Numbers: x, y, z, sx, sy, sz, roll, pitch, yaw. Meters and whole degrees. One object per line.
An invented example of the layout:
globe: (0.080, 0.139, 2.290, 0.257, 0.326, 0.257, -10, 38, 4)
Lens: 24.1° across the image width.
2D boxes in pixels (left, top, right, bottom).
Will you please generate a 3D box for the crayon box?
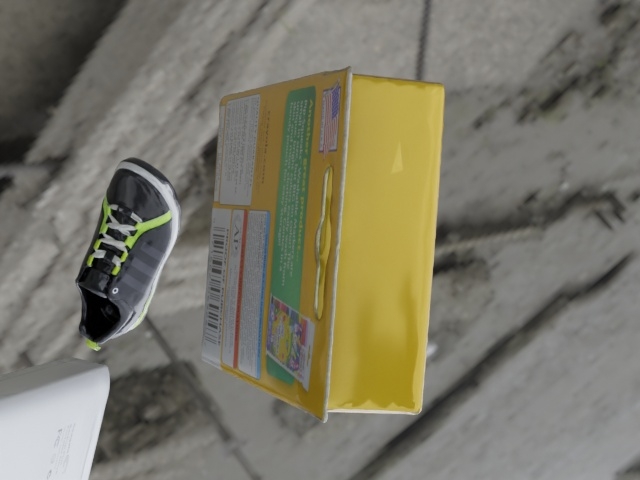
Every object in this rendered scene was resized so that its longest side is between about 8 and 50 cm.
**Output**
crayon box: (0.000, 0.000, 0.989, 0.083, 0.203, 0.323, 4, -179, -16)

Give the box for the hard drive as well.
hard drive: (-0.230, 0.206, 0.988, 0.353, 0.047, 0.233, -4, 108, -82)

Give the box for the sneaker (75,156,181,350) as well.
sneaker: (-0.215, 0.024, 1.631, 0.097, 0.084, 0.234, -46, 154, -52)
